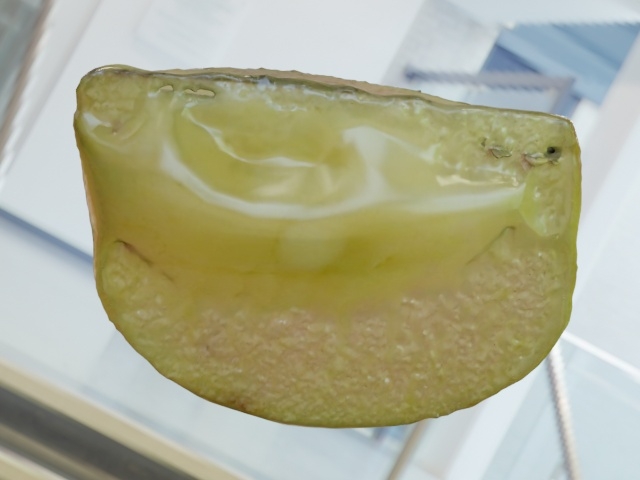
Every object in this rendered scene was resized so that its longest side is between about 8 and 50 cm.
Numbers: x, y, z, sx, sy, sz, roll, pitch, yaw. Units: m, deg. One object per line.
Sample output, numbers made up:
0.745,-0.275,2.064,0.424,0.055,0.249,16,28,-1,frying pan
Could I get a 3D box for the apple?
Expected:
0.000,0.000,0.837,0.265,0.193,0.120,5,19,-6,apple
